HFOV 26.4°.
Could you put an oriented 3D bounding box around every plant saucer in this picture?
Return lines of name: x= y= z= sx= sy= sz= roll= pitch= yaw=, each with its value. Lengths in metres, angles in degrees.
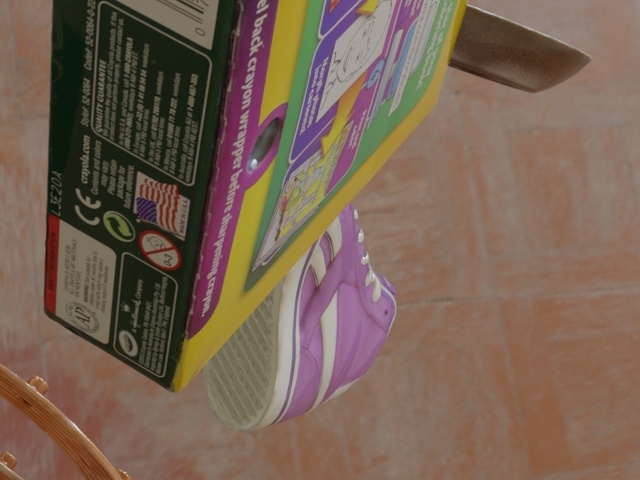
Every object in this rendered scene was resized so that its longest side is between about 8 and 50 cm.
plant saucer: x=0.081 y=-0.189 z=1.184 sx=0.310 sy=0.310 sz=0.050 roll=18 pitch=97 yaw=-8

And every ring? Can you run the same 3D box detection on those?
ring: x=-0.323 y=0.204 z=1.448 sx=0.336 sy=0.336 sz=0.032 roll=38 pitch=60 yaw=0

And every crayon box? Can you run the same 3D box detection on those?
crayon box: x=-0.008 y=-0.143 z=0.721 sx=0.106 sy=0.363 sz=0.313 roll=30 pitch=50 yaw=13

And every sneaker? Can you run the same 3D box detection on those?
sneaker: x=-0.001 y=0.000 z=1.053 sx=0.161 sy=0.102 sz=0.282 roll=-8 pitch=116 yaw=-47
